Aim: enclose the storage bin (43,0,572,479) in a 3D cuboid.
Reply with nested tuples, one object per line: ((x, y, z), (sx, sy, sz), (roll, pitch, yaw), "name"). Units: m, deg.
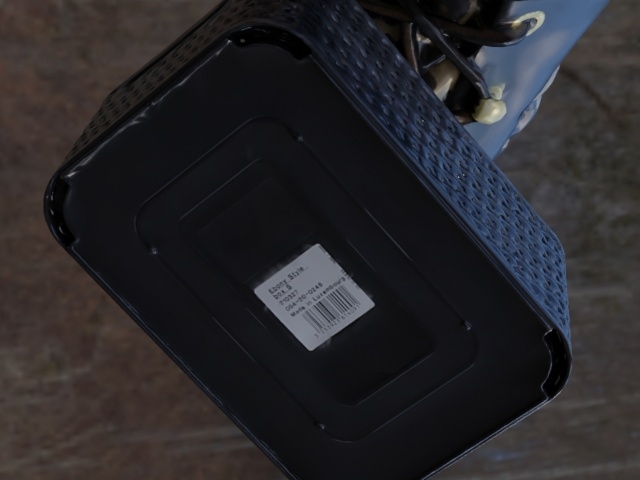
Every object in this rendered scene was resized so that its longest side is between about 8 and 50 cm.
((0.000, 0.000, 0.587), (0.180, 0.122, 0.084), (48, 22, -14), "storage bin")

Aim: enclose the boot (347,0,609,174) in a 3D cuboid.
((0.063, -0.119, 0.562), (0.284, 0.138, 0.377), (-55, -177, 42), "boot")
